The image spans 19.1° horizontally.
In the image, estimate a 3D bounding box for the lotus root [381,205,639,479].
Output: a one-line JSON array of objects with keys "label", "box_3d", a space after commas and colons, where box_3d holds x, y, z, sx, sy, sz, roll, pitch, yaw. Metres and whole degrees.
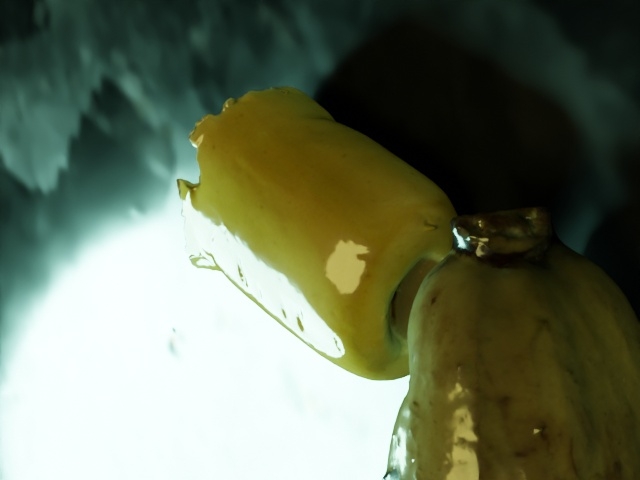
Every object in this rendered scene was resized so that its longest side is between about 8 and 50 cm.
[{"label": "lotus root", "box_3d": [0.104, 0.113, 0.984, 0.140, 0.154, 0.257, -173, 75, -70]}]

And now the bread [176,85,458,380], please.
[{"label": "bread", "box_3d": [-0.001, 0.000, 1.109, 0.173, 0.085, 0.134, 35, 130, 35]}]
